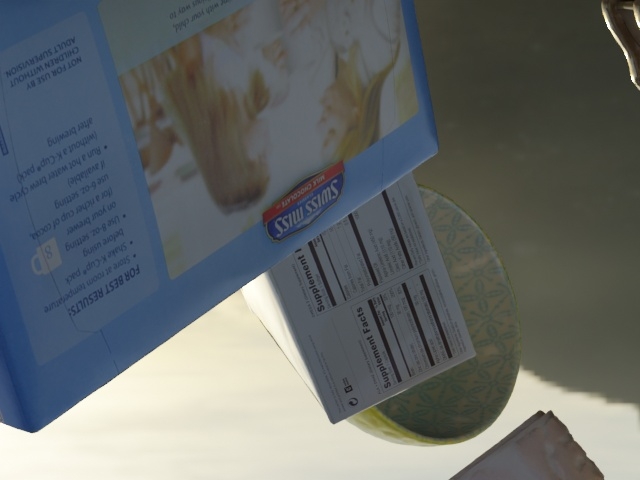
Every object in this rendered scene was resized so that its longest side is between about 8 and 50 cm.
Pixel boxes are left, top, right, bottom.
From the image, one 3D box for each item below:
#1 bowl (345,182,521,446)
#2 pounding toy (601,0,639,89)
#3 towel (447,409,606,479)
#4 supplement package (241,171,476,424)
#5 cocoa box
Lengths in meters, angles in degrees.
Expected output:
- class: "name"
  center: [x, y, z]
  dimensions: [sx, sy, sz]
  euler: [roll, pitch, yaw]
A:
- class: "bowl"
  center: [0.066, 0.095, 1.920]
  dimensions: [0.289, 0.290, 0.156]
  euler: [-1, 164, -41]
- class: "pounding toy"
  center: [0.399, -0.209, 1.532]
  dimensions: [0.269, 0.154, 0.155]
  euler: [-11, -169, -15]
- class: "towel"
  center: [0.169, 0.360, 1.466]
  dimensions: [0.317, 0.332, 0.053]
  euler: [-40, 170, 19]
- class: "supplement package"
  center: [0.000, 0.000, 1.569]
  dimensions: [0.145, 0.204, 0.262]
  euler: [-26, -154, -9]
- class: "cocoa box"
  center: [-0.134, -0.092, 0.980]
  dimensions: [0.228, 0.231, 0.347]
  euler: [12, -145, 40]
